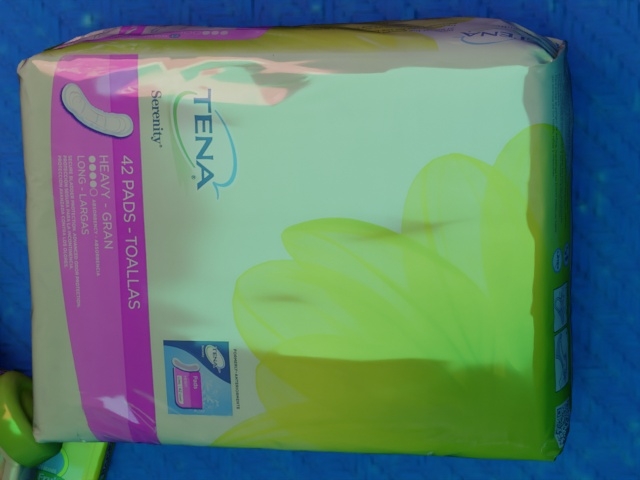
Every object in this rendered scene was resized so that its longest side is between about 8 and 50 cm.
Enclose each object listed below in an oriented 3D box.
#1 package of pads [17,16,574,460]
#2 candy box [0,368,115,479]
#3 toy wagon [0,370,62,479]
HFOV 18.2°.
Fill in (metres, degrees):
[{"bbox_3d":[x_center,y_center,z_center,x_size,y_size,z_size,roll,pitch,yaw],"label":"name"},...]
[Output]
[{"bbox_3d":[-0.012,-0.006,1.080,0.296,0.101,0.229,1,101,11],"label":"package of pads"},{"bbox_3d":[-0.229,0.120,1.199,0.206,0.027,0.105,16,98,7],"label":"candy box"},{"bbox_3d":[-0.278,0.145,1.164,0.267,0.068,0.344,-31,94,15],"label":"toy wagon"}]
